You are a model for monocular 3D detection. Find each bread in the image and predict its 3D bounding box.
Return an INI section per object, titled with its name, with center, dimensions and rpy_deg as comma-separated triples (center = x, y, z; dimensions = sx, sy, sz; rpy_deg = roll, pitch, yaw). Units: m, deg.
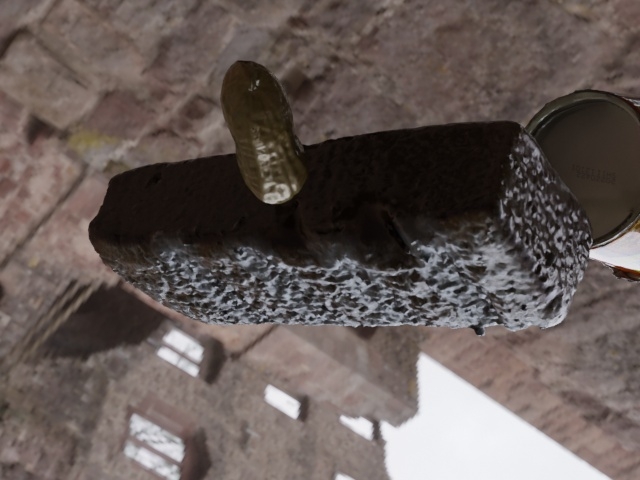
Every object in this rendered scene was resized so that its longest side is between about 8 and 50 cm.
[bread]
center = 0.000, 0.000, 0.868
dimensions = 0.416, 0.165, 0.113
rpy_deg = -4, -123, 37

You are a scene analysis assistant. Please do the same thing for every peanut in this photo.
[peanut]
center = -0.040, -0.075, 0.732
dimensions = 0.053, 0.113, 0.054
rpy_deg = -10, -143, 7

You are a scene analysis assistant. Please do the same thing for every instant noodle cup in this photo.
[instant noodle cup]
center = 0.314, -0.064, 1.108
dimensions = 0.213, 0.174, 0.213
rpy_deg = -4, -96, 42
